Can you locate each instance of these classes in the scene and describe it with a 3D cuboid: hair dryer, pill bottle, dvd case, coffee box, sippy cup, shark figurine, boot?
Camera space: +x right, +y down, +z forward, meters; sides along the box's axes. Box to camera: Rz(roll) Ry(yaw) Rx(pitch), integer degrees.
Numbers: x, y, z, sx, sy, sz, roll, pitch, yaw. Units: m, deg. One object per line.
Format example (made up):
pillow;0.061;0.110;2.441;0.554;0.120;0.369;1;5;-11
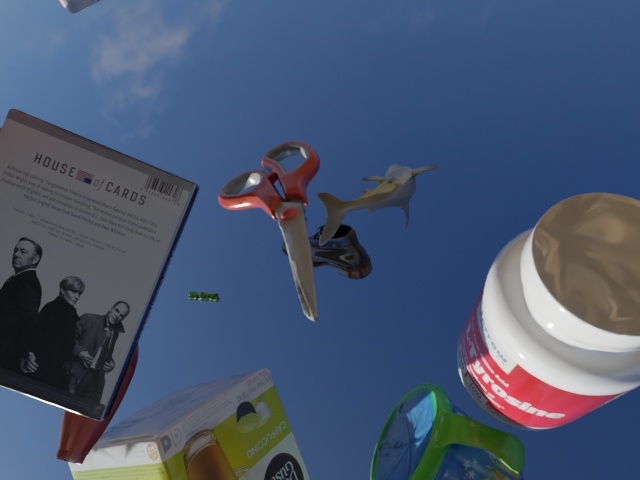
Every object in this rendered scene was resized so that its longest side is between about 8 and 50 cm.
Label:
hair dryer;-0.335;0.232;0.794;0.080;0.224;0.293;13;-161;-6
pill bottle;0.332;0.119;0.698;0.228;0.408;0.229;-3;-120;5
dvd case;-0.239;0.025;0.459;0.179;0.029;0.239;22;-89;-5
coffee box;-0.272;0.523;1.090;0.338;0.337;0.335;-22;-92;33
sippy cup;0.250;0.431;0.950;0.224;0.305;0.240;30;-94;-5
shark figurine;0.128;-0.069;0.947;0.166;0.116;0.278;3;-156;42
boot;0.000;0.000;0.993;0.219;0.106;0.082;13;-130;34

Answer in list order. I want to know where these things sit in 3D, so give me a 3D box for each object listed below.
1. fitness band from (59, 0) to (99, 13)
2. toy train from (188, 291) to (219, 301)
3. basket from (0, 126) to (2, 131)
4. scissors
fitness band;-0.210;-0.299;0.460;0.290;0.054;0.209;-37;-125;-16
toy train;-0.302;0.146;1.289;0.083;0.017;0.024;3;-131;3
basket;-0.446;0.026;0.659;0.299;0.223;0.214;-8;-129;36
scissors;-0.019;-0.033;0.416;0.109;0.021;0.297;-33;-153;-8
